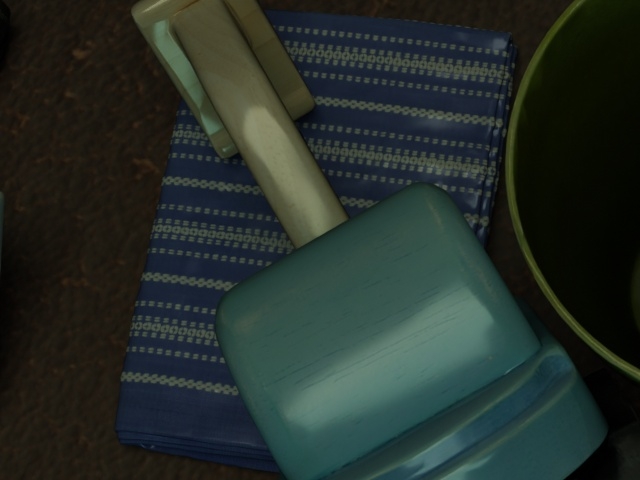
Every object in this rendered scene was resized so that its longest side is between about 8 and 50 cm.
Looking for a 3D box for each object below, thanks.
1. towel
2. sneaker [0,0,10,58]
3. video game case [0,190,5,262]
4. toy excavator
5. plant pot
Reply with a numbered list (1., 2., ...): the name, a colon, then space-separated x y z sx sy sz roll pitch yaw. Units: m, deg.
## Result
1. towel: 0.000 0.000 1.294 0.243 0.040 0.336 7 73 13
2. sneaker: -0.283 -0.130 1.339 0.124 0.107 0.283 -15 72 -2
3. video game case: -0.319 0.033 1.283 0.201 0.023 0.183 12 113 13
4. toy excavator: 0.023 0.028 1.120 0.222 0.433 0.445 -28 96 3
5. plant pot: 0.259 -0.003 1.113 0.275 0.293 0.274 -3 73 9
